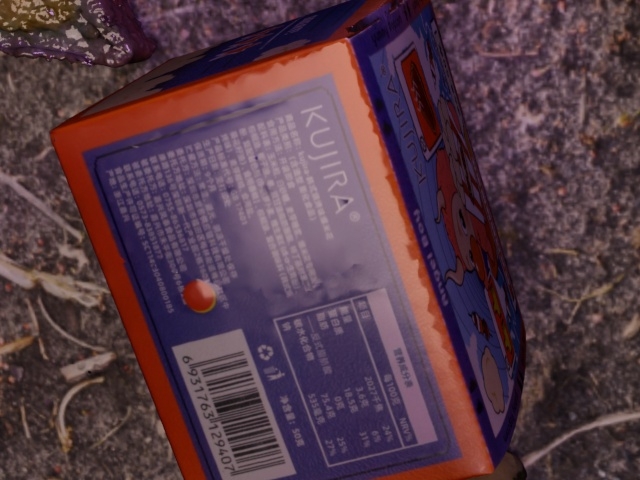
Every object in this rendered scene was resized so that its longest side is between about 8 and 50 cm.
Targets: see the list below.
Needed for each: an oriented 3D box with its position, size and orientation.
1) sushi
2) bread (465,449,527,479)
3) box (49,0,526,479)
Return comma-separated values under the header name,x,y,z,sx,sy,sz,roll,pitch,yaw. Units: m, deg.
name,x,y,z,sx,sy,sz,roll,pitch,yaw
sushi,-0.258,-0.249,1.267,0.241,0.107,0.161,12,110,4
bread,0.045,0.257,1.306,0.262,0.204,0.163,14,106,12
box,0.000,0.000,1.174,0.256,0.318,0.349,-16,102,17
